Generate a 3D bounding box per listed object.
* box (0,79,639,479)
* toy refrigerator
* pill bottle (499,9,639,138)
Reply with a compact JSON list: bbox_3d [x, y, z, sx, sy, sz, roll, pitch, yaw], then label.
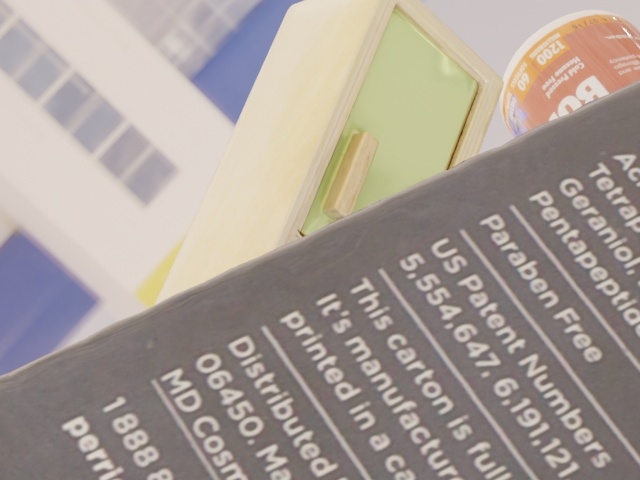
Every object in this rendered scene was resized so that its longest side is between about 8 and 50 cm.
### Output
[{"bbox_3d":[0.115,0.113,0.550,0.395,0.212,0.293,-26,153,-22],"label":"box"},{"bbox_3d":[0.000,0.000,0.989,0.094,0.102,0.269,-10,-131,48],"label":"toy refrigerator"},{"bbox_3d":[0.222,-0.058,1.320,0.121,0.121,0.216,-42,-136,11],"label":"pill bottle"}]
